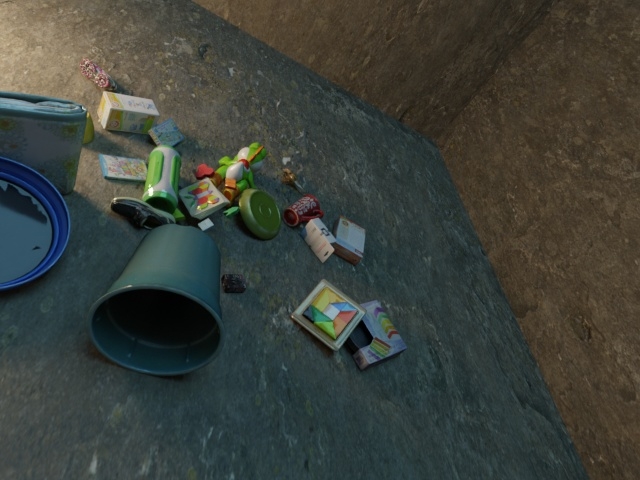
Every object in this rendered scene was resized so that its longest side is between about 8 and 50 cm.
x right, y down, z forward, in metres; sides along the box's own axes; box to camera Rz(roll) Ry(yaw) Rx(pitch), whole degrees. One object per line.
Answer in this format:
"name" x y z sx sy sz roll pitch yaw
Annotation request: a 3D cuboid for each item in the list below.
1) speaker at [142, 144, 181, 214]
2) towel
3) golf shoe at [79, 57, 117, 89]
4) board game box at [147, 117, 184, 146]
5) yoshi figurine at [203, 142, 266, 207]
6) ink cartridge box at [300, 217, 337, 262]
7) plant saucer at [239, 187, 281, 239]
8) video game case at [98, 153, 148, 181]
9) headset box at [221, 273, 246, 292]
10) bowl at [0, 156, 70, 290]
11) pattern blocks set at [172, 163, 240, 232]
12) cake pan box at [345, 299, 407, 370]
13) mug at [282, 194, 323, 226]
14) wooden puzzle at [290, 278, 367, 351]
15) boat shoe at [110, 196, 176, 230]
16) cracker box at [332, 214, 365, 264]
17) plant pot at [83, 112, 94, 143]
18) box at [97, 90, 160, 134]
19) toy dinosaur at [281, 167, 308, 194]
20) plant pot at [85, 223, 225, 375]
"speaker" -0.597 -0.229 1.611 0.131 0.131 0.297 16 43 -29
"towel" -0.901 -0.275 1.229 0.374 0.321 0.090 -5 52 -44
"golf shoe" -0.981 -0.726 1.874 0.186 0.067 0.086 43 9 5
"board game box" -0.668 -0.458 1.848 0.104 0.026 0.154 60 29 -22
"yoshi figurine" -0.370 -0.298 1.905 0.202 0.204 0.362 8 44 26
"ink cartridge box" 0.000 0.000 1.928 0.060 0.104 0.180 -17 64 -51
"plant saucer" -0.246 -0.122 1.822 0.241 0.037 0.241 33 46 -41
"video game case" -0.748 -0.275 1.628 0.166 0.015 0.119 1 51 -41
"headset box" -0.311 0.156 1.541 0.083 0.032 0.062 5 48 -37
"bowl" -0.887 -0.043 1.122 0.391 0.077 0.392 23 53 -33
"pattern blocks set" -0.453 -0.166 1.635 0.324 0.026 0.285 34 61 28
"cake pan box" 0.195 0.378 1.729 0.266 0.070 0.246 -4 52 -43
"mug" -0.079 -0.138 1.980 0.169 0.150 0.113 -35 115 -49
"wooden puzzle" 0.038 0.278 1.637 0.220 0.044 0.239 36 52 12
"boat shoe" -0.616 -0.083 1.483 0.223 0.080 0.073 22 34 -30
"cracker box" 0.135 -0.005 2.086 0.155 0.067 0.232 30 36 -12
"plant pot" -0.911 -0.442 1.592 0.134 0.095 0.134 25 38 -21
"box" -0.798 -0.526 1.767 0.203 0.114 0.103 -5 56 -47
"toy dinosaur" -0.132 -0.308 2.177 0.112 0.064 0.212 -11 59 -49
"plant pot" -0.432 0.145 1.220 0.341 0.341 0.334 23 30 -22
